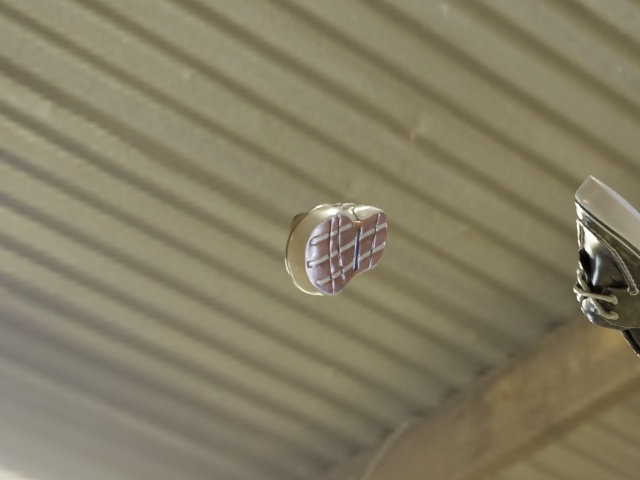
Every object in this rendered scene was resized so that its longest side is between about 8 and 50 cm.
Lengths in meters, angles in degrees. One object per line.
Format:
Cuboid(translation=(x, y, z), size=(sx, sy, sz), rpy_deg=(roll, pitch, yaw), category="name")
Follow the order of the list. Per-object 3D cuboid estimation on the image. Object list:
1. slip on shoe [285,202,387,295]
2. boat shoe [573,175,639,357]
Cuboid(translation=(0.000, 0.000, 0.978), size=(0.041, 0.135, 0.051), rpy_deg=(10, -78, 18), category="slip on shoe")
Cuboid(translation=(0.301, 0.040, 1.689), size=(0.102, 0.108, 0.301), rpy_deg=(-43, -34, 2), category="boat shoe")
